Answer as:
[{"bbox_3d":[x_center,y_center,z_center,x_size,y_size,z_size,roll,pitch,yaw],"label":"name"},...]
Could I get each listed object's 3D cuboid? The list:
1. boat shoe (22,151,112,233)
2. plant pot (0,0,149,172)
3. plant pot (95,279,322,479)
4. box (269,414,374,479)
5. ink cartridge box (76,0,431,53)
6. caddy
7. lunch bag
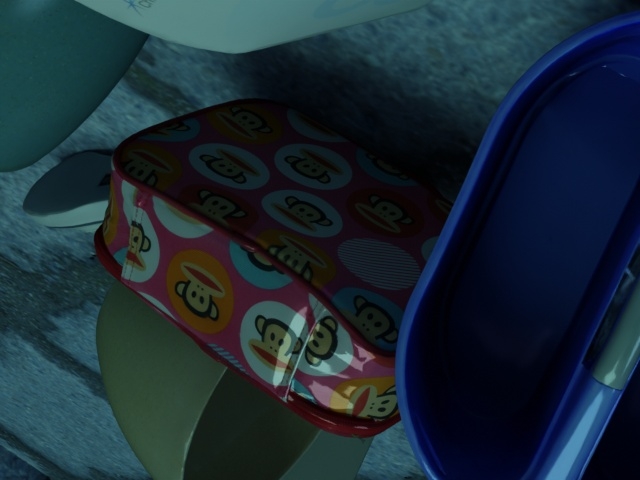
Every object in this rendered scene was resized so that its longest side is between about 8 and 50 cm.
[{"bbox_3d":[-0.195,-0.032,1.333,0.258,0.095,0.084,2,140,44],"label":"boat shoe"},{"bbox_3d":[-0.195,-0.217,0.843,0.195,0.290,0.290,-31,124,21],"label":"plant pot"},{"bbox_3d":[-0.108,0.104,1.317,0.191,0.284,0.284,31,157,24],"label":"plant pot"},{"bbox_3d":[-0.029,0.246,1.466,0.094,0.275,0.113,-3,140,50],"label":"box"},{"bbox_3d":[-0.035,-0.165,0.637,0.308,0.385,0.091,-27,85,60],"label":"ink cartridge box"},{"bbox_3d":[0.190,0.030,0.804,0.241,0.341,0.179,24,-170,8],"label":"caddy"},{"bbox_3d":[0.000,0.000,1.042,0.293,0.258,0.120,35,127,22],"label":"lunch bag"}]
